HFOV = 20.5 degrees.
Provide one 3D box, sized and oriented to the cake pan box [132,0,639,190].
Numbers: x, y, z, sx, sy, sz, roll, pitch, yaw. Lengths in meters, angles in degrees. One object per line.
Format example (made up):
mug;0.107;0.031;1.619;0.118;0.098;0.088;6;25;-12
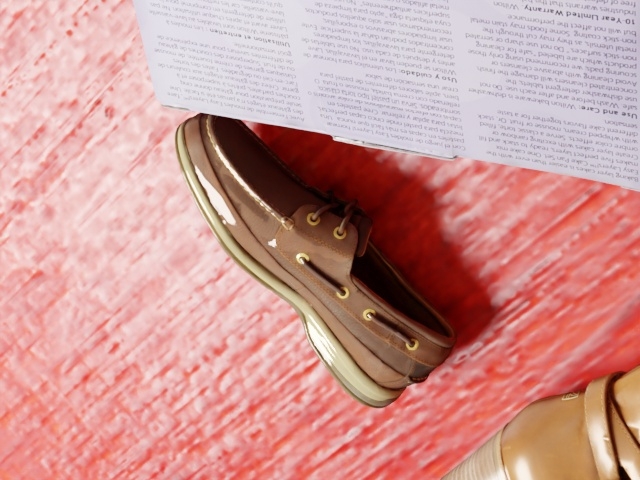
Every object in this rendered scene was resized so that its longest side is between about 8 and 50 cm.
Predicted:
cake pan box;0.023;-0.148;0.748;0.267;0.070;0.245;11;135;23

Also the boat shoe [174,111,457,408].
boat shoe;0.000;0.000;0.879;0.060;0.064;0.178;-34;101;29

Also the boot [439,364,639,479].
boot;0.162;0.159;0.860;0.152;0.073;0.197;-36;93;34
